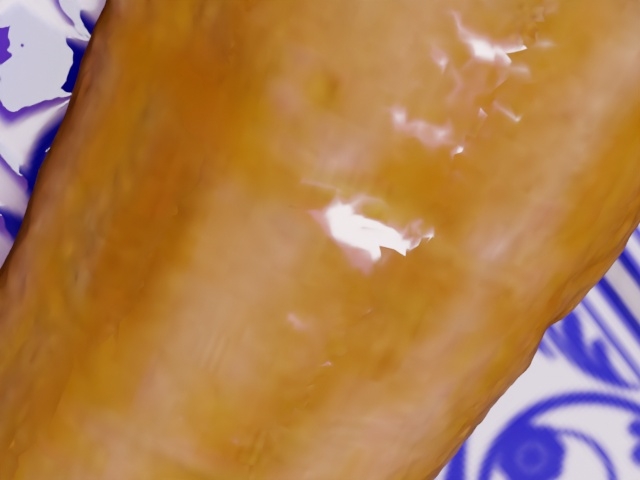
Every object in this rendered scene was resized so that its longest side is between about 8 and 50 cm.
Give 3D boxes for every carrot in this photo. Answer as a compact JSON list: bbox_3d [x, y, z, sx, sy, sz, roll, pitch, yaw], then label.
[{"bbox_3d":[0.000,0.000,0.463,0.196,0.196,0.254,25,101,-12],"label":"carrot"}]
